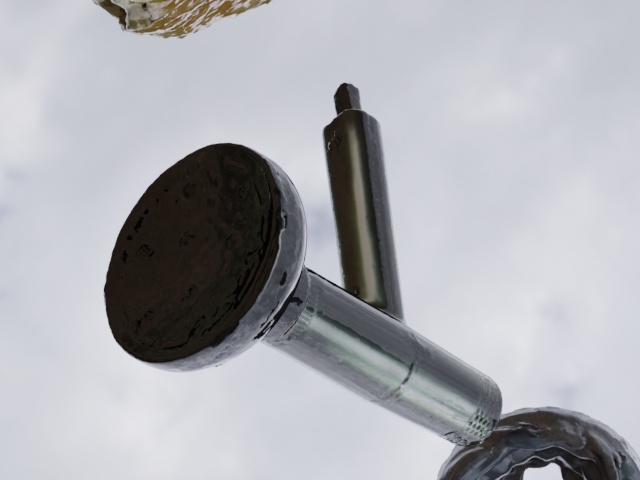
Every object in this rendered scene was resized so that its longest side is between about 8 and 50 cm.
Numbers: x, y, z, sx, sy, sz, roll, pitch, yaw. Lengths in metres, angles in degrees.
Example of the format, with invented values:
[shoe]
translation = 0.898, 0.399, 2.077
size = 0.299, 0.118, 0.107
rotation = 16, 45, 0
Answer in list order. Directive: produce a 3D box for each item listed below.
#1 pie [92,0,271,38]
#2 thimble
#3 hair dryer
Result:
[pie]
translation = 0.017, -0.214, 0.928
size = 0.339, 0.339, 0.083
rotation = -33, -97, 18
[thimble]
translation = 0.189, 0.257, 1.550
size = 0.205, 0.172, 0.236
rotation = 5, -92, 9
[hair dryer]
translation = -0.022, 0.003, 1.326
size = 0.155, 0.320, 0.284
rotation = -42, -127, 18
